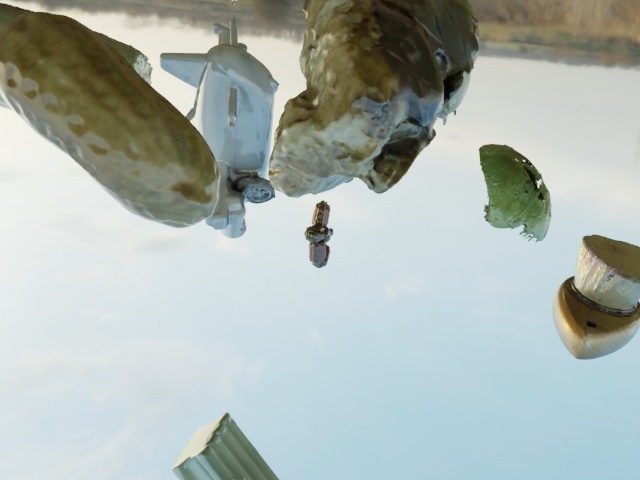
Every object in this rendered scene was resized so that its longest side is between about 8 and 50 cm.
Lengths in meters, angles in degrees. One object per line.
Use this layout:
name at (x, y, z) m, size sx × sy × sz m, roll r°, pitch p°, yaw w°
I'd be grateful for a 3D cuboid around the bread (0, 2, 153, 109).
bread at (-0.442, -0.272, 1.209) m, size 0.338 × 0.155 × 0.187 m, roll 14°, pitch -174°, yaw -7°

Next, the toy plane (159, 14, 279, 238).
toy plane at (-0.103, -0.124, 0.834) m, size 0.117 × 0.245 × 0.245 m, roll 0°, pitch -164°, yaw -6°

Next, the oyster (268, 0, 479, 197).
oyster at (0.049, -0.121, 0.498) m, size 0.107 × 0.161 × 0.233 m, roll -27°, pitch -155°, yaw 52°

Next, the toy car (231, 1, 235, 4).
toy car at (-0.099, -0.424, 1.105) m, size 0.141 × 0.097 × 0.321 m, roll -34°, pitch -158°, yaw 9°

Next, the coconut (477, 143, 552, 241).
coconut at (0.271, -0.067, 1.076) m, size 0.055 × 0.158 × 0.133 m, roll -36°, pitch -177°, yaw 42°

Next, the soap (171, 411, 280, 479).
soap at (-0.109, 0.354, 1.092) m, size 0.066 × 0.198 × 0.119 m, roll -34°, pitch -173°, yaw 18°

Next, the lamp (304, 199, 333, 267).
lamp at (0.000, 0.000, 0.925) m, size 0.031 × 0.083 × 0.063 m, roll 11°, pitch -132°, yaw 8°

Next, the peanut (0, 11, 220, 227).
peanut at (-0.172, -0.098, 0.643) m, size 0.226 × 0.095 × 0.108 m, roll 41°, pitch 177°, yaw 0°

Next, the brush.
brush at (0.555, 0.115, 1.534) m, size 0.174 × 0.166 × 0.266 m, roll 22°, pitch -148°, yaw 17°
